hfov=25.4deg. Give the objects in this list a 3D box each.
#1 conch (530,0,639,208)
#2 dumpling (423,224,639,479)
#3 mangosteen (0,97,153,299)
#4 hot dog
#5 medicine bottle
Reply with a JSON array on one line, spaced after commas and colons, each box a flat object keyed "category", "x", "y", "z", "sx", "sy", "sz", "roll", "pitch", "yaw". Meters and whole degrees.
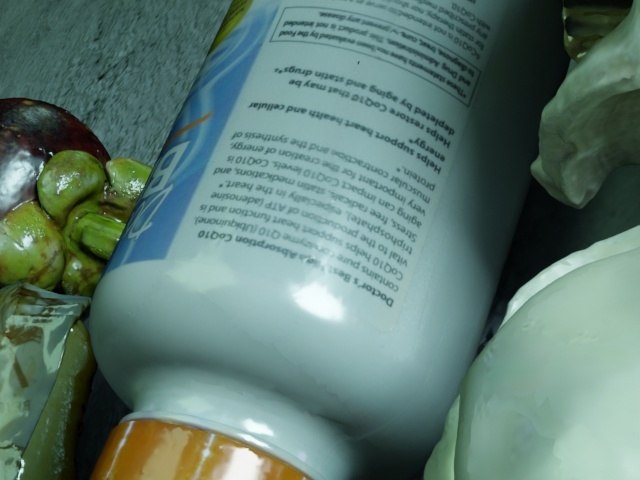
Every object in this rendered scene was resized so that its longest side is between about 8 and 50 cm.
[{"category": "conch", "x": 0.171, "y": -0.130, "z": 0.507, "sx": 0.263, "sy": 0.186, "sz": 0.324, "roll": -55, "pitch": 6, "yaw": 29}, {"category": "dumpling", "x": 0.102, "y": 0.066, "z": 0.395, "sx": 0.250, "sy": 0.132, "sz": 0.162, "roll": -55, "pitch": 30, "yaw": -12}, {"category": "mangosteen", "x": -0.199, "y": -0.014, "z": 0.965, "sx": 0.180, "sy": 0.166, "sz": 0.166, "roll": 8, "pitch": 58, "yaw": 32}, {"category": "hot dog", "x": -0.189, "y": 0.145, "z": 0.810, "sx": 0.162, "sy": 0.081, "sz": 0.270, "roll": -30, "pitch": 38, "yaw": 50}, {"category": "medicine bottle", "x": 0.000, "y": 0.000, "z": 0.606, "sx": 0.157, "sy": 0.157, "sz": 0.289, "roll": -15, "pitch": 45, "yaw": 49}]
